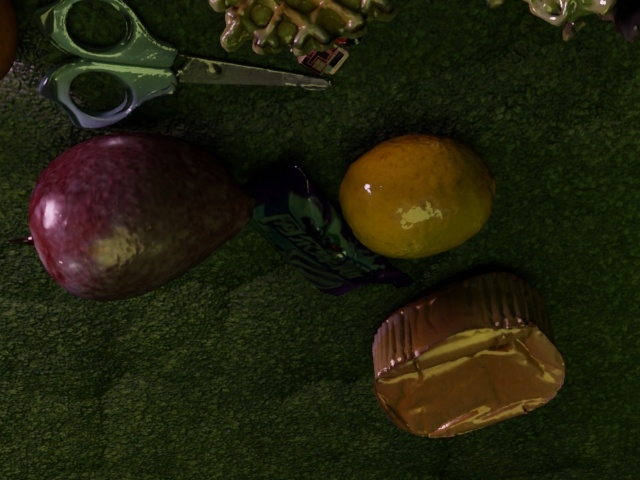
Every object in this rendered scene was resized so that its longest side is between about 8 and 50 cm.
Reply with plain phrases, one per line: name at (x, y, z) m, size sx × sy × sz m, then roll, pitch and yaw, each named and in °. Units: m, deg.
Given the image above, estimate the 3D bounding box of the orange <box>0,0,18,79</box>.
orange at (-0.414, -0.235, 0.903) m, size 0.159 × 0.136 × 0.159 m, roll -16°, pitch 133°, yaw -18°

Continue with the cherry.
cherry at (-0.230, -0.034, 1.023) m, size 0.300 × 0.230 × 0.202 m, roll -11°, pitch 94°, yaw -12°

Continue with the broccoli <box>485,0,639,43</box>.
broccoli at (0.295, -0.358, 0.831) m, size 0.334 × 0.272 × 0.324 m, roll -4°, pitch 168°, yaw -11°

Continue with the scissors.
scissors at (-0.162, -0.209, 1.014) m, size 0.360 × 0.029 × 0.191 m, roll 5°, pitch 126°, yaw -9°

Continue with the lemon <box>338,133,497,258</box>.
lemon at (0.129, -0.059, 1.077) m, size 0.207 × 0.170 × 0.170 m, roll -13°, pitch 128°, yaw 3°

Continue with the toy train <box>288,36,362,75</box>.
toy train at (-0.020, -0.258, 0.978) m, size 0.138 × 0.050 × 0.087 m, roll 28°, pitch 124°, yaw -24°

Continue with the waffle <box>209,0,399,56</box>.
waffle at (-0.021, -0.305, 0.896) m, size 0.224 × 0.054 × 0.204 m, roll -14°, pitch 96°, yaw -4°

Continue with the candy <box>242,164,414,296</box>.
candy at (0.000, 0.000, 1.165) m, size 0.145 × 0.070 × 0.275 m, roll -20°, pitch 131°, yaw 36°

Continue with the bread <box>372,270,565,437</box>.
bread at (0.223, 0.171, 1.278) m, size 0.288 × 0.156 × 0.204 m, roll -31°, pitch 117°, yaw 21°
